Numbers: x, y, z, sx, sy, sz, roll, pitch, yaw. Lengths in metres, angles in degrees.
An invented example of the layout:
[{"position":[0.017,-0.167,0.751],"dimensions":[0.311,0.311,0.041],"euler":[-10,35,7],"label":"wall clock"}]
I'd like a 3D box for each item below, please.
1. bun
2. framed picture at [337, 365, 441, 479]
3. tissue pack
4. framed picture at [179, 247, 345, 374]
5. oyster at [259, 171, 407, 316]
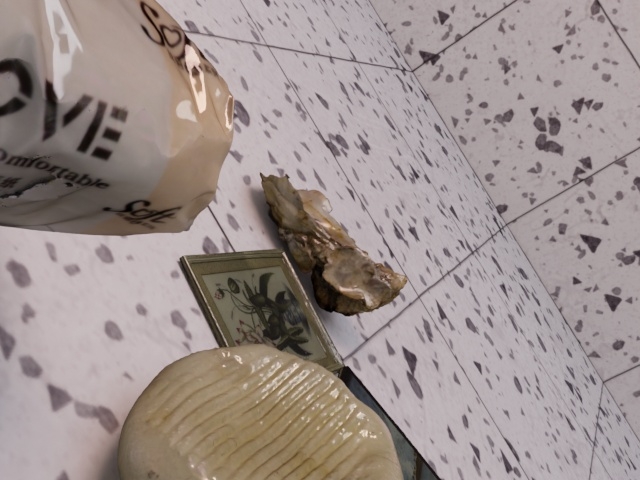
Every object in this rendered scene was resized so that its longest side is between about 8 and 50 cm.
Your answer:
[{"position":[-0.049,0.184,0.659],"dimensions":[0.231,0.133,0.231],"euler":[18,22,-7],"label":"bun"},{"position":[0.103,0.334,0.947],"dimensions":[0.347,0.016,0.265],"euler":[52,25,-12],"label":"framed picture"},{"position":[-0.267,-0.137,0.475],"dimensions":[0.390,0.195,0.375],"euler":[34,10,30],"label":"tissue pack"},{"position":[-0.057,0.087,0.957],"dimensions":[0.173,0.010,0.231],"euler":[62,22,10],"label":"framed picture"},{"position":[0.000,0.006,1.095],"dimensions":[0.233,0.107,0.161],"euler":[45,16,16],"label":"oyster"}]
